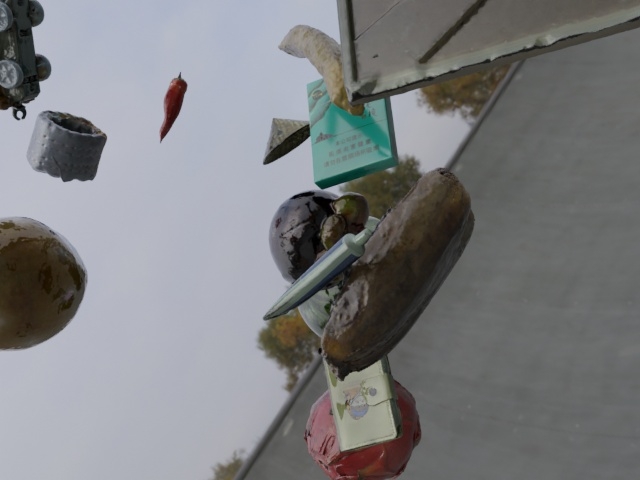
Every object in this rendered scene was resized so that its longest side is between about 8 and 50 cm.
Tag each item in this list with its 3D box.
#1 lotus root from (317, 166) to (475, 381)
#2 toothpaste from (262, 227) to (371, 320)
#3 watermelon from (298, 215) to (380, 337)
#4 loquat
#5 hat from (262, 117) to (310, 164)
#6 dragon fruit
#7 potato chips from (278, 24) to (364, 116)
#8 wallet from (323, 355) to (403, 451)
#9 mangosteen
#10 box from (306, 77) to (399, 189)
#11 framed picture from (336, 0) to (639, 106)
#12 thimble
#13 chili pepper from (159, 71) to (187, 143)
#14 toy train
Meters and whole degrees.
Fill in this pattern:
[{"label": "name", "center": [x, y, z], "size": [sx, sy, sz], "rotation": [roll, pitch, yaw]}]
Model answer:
[{"label": "lotus root", "center": [0.119, 0.051, 0.985], "size": [0.329, 0.078, 0.167], "rotation": [-55, -48, -14]}, {"label": "toothpaste", "center": [-0.002, 0.046, 0.937], "size": [0.197, 0.035, 0.057], "rotation": [-43, -18, 30]}, {"label": "watermelon", "center": [0.031, 0.089, 1.725], "size": [0.189, 0.331, 0.331], "rotation": [12, -64, -32]}, {"label": "loquat", "center": [-0.408, 0.059, 0.963], "size": [0.179, 0.179, 0.227], "rotation": [-58, -10, -8]}, {"label": "hat", "center": [-0.078, -0.223, 1.476], "size": [0.146, 0.067, 0.146], "rotation": [-36, -2, -2]}, {"label": "dragon fruit", "center": [0.090, 0.395, 1.518], "size": [0.252, 0.241, 0.241], "rotation": [-11, -34, -22]}, {"label": "potato chips", "center": [-0.005, -0.296, 1.155], "size": [0.407, 0.057, 0.080], "rotation": [-121, 45, -60]}, {"label": "wallet", "center": [0.069, 0.248, 1.155], "size": [0.110, 0.155, 0.039], "rotation": [-20, -24, 21]}, {"label": "mangosteen", "center": [0.000, 0.000, 1.385], "size": [0.210, 0.209, 0.210], "rotation": [-56, -11, -17]}, {"label": "box", "center": [0.056, -0.221, 1.354], "size": [0.042, 0.160, 0.227], "rotation": [38, -138, -55]}, {"label": "framed picture", "center": [0.138, -0.226, 0.524], "size": [0.019, 0.281, 0.209], "rotation": [28, -125, -62]}, {"label": "thimble", "center": [-0.543, -0.200, 1.543], "size": [0.151, 0.127, 0.118], "rotation": [6, -65, -47]}, {"label": "chili pepper", "center": [-0.341, -0.299, 1.650], "size": [0.045, 0.027, 0.178], "rotation": [-3, -55, -51]}, {"label": "toy train", "center": [-0.465, -0.281, 1.030], "size": [0.089, 0.127, 0.220], "rotation": [-60, -28, -65]}]
